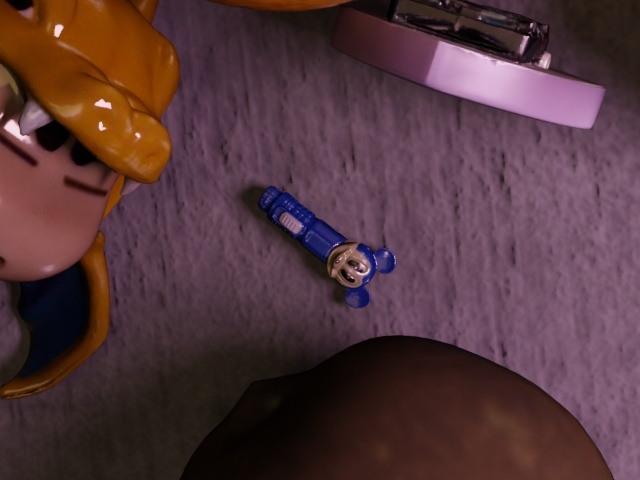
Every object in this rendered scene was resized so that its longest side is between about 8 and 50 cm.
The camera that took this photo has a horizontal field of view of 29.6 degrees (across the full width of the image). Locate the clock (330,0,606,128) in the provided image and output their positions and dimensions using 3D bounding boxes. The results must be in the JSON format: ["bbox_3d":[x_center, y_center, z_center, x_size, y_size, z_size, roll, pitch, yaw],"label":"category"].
[{"bbox_3d":[0.100,-0.135,0.842,0.198,0.172,0.064,20,102,16],"label":"clock"}]

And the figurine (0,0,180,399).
[{"bbox_3d":[-0.296,-0.091,0.932,0.387,0.268,0.401,-35,81,21],"label":"figurine"}]

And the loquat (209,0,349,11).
[{"bbox_3d":[-0.035,-0.303,0.788,0.328,0.328,0.328,2,98,18],"label":"loquat"}]

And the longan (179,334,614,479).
[{"bbox_3d":[0.040,0.221,0.856,0.350,0.288,0.288,-19,91,28],"label":"longan"}]

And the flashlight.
[{"bbox_3d":[0.000,0.000,0.964,0.121,0.035,0.057,38,107,10],"label":"flashlight"}]
